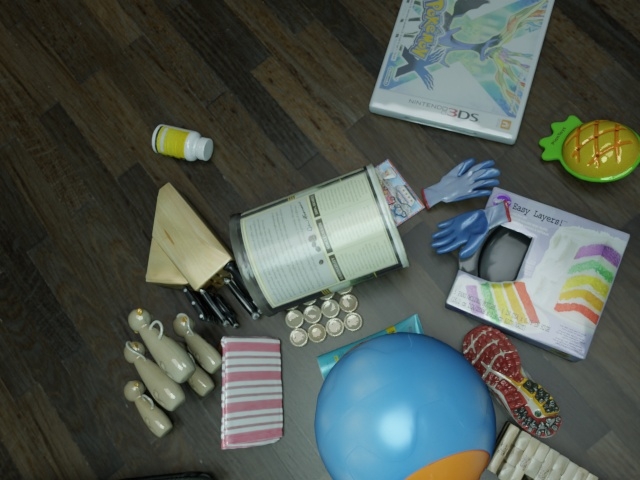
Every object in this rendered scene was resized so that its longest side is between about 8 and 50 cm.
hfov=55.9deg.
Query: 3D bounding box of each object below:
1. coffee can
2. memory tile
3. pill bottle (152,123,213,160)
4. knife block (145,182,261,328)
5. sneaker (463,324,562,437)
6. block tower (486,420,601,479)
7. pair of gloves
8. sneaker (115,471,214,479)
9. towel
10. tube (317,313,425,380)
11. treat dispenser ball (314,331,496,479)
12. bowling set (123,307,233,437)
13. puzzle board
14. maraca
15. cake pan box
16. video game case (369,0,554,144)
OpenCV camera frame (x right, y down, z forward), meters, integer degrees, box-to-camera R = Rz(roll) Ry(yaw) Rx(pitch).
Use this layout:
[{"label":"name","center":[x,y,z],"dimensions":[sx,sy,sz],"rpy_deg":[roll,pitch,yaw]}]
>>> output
[{"label":"coffee can","center":[0.000,0.000,1.101],"dimensions":[0.276,0.201,0.201],"rpy_deg":[-20,75,7]},{"label":"memory tile","center":[0.002,0.139,1.174],"dimensions":[0.148,0.012,0.113],"rpy_deg":[-17,75,5]},{"label":"pill bottle","center":[-0.289,-0.203,1.271],"dimensions":[0.116,0.065,0.065],"rpy_deg":[14,80,13]},{"label":"knife block","center":[-0.210,0.032,1.194],"dimensions":[0.242,0.088,0.275],"rpy_deg":[3,77,9]},{"label":"sneaker","center":[0.328,0.251,1.061],"dimensions":[0.088,0.092,0.225],"rpy_deg":[-31,58,1]},{"label":"block tower","center":[0.444,0.434,0.995],"dimensions":[0.336,0.091,0.097],"rpy_deg":[29,84,15]},{"label":"pair of gloves","center":[0.269,-0.060,1.123],"dimensions":[0.159,0.023,0.198],"rpy_deg":[-25,52,27]},{"label":"sneaker","center":[-0.406,0.563,1.063],"dimensions":[0.448,0.169,0.257],"rpy_deg":[-7,75,5]},{"label":"towel","center":[-0.128,0.273,1.104],"dimensions":[0.029,0.144,0.196],"rpy_deg":[-13,73,36]},{"label":"tube","center":[0.098,0.209,1.128],"dimensions":[0.207,0.052,0.080],"rpy_deg":[-19,86,-1]},{"label":"treat dispenser ball","center":[0.134,0.292,0.975],"dimensions":[0.288,0.288,0.288],"rpy_deg":[-2,77,9]},{"label":"bowling set","center":[-0.261,0.218,1.139],"dimensions":[0.154,0.287,0.200],"rpy_deg":[45,43,17]},{"label":"puzzle board","center":[0.132,-0.089,1.205],"dimensions":[0.096,0.011,0.128],"rpy_deg":[-35,75,1]},{"label":"maraca","center":[0.501,-0.173,1.123],"dimensions":[0.186,0.099,0.127],"rpy_deg":[33,81,41]},{"label":"cake pan box","center":[0.386,0.056,1.102],"dimensions":[0.267,0.070,0.245],"rpy_deg":[24,80,15]},{"label":"video game case","center":[0.288,-0.382,1.233],"dimensions":[0.300,0.036,0.328],"rpy_deg":[16,80,12]}]
